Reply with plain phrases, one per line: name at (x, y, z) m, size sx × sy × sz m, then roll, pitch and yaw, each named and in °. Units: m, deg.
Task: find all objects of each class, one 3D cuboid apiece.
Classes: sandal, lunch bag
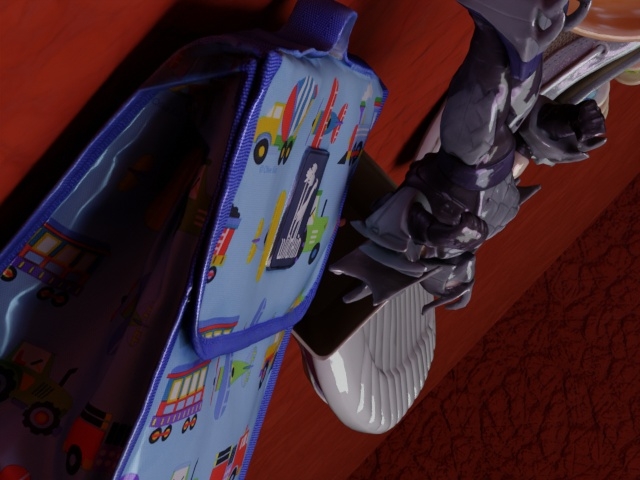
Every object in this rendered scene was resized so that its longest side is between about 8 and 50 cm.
sandal at (0.023, 0.072, 1.250) m, size 0.102 × 0.169 × 0.416 m, roll -6°, pitch 177°, yaw 13°
lunch bag at (-0.068, 0.007, 0.744) m, size 0.293 × 0.138 × 0.221 m, roll -61°, pitch 167°, yaw 11°

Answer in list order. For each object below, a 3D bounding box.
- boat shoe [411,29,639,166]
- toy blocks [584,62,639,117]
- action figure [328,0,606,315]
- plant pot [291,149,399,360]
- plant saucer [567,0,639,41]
boat shoe at (0.199, -0.132, 1.146) m, size 0.320 × 0.103 × 0.118 m, roll -43°, pitch 169°, yaw 13°
toy blocks at (0.272, -0.165, 1.422) m, size 0.123 × 0.054 × 0.148 m, roll -44°, pitch 168°, yaw 2°
action figure at (0.090, -0.063, 0.809) m, size 0.185 × 0.099 × 0.285 m, roll -46°, pitch 154°, yaw -44°
plant pot at (0.000, 0.000, 0.954) m, size 0.109 × 0.109 × 0.096 m, roll -44°, pitch -179°, yaw -4°
plant saucer at (0.195, -0.199, 0.840) m, size 0.200 × 0.037 × 0.200 m, roll -8°, pitch 138°, yaw -7°
